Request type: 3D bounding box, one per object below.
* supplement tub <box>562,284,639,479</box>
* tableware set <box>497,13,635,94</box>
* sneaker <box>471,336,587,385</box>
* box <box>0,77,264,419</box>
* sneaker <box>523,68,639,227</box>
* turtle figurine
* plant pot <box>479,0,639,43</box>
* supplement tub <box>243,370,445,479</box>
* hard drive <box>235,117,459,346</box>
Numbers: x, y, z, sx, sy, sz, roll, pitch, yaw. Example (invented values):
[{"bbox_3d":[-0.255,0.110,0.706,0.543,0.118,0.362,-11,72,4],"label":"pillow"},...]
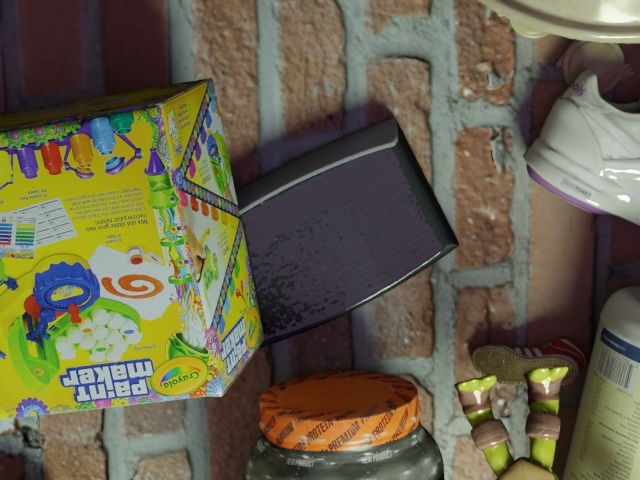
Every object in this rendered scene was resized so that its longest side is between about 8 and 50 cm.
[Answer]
[{"bbox_3d":[0.370,0.227,1.454,0.235,0.235,0.324,10,102,-4],"label":"supplement tub"},{"bbox_3d":[0.272,-0.237,1.463,0.169,0.020,0.141,40,100,-10],"label":"tableware set"},{"bbox_3d":[0.225,0.127,1.533,0.118,0.067,0.042,7,106,28],"label":"sneaker"},{"bbox_3d":[-0.236,0.010,1.392,0.290,0.177,0.279,-7,102,13],"label":"box"},{"bbox_3d":[0.367,-0.070,1.451,0.305,0.114,0.152,23,102,-6],"label":"sneaker"},{"bbox_3d":[0.211,0.233,1.375,0.270,0.087,0.217,-10,78,15],"label":"turtle figurine"},{"bbox_3d":[0.258,-0.391,1.204,0.334,0.333,0.305,-2,144,-1],"label":"plant pot"},{"bbox_3d":[0.029,0.318,1.478,0.207,0.207,0.338,-4,101,-1],"label":"supplement tub"},{"bbox_3d":[0.000,0.000,1.487,0.255,0.054,0.172,-27,101,4],"label":"hard drive"}]
